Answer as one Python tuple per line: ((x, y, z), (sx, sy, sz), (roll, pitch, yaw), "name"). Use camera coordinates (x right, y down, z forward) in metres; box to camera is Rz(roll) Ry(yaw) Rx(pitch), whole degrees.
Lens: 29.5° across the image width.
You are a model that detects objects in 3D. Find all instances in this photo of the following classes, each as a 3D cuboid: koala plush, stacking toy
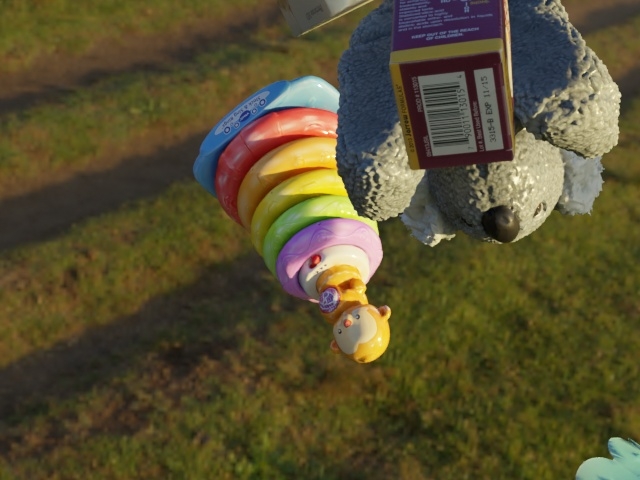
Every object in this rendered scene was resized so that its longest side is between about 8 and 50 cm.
((0.124, -0.080, 0.912), (0.196, 0.221, 0.203), (-17, 50, 13), "koala plush")
((0.000, 0.000, 1.187), (0.165, 0.175, 0.302), (37, 23, -44), "stacking toy")

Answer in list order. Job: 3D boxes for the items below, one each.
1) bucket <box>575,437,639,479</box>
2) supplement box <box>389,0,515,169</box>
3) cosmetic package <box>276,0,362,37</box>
((0.305, 0.345, 1.135), (0.183, 0.281, 0.281), (27, 30, 31), "bucket")
((0.053, -0.075, 0.479), (0.043, 0.055, 0.083), (-6, 45, 12), "supplement box")
((-0.031, -0.385, 1.281), (0.113, 0.310, 0.160), (-27, 7, -14), "cosmetic package")
